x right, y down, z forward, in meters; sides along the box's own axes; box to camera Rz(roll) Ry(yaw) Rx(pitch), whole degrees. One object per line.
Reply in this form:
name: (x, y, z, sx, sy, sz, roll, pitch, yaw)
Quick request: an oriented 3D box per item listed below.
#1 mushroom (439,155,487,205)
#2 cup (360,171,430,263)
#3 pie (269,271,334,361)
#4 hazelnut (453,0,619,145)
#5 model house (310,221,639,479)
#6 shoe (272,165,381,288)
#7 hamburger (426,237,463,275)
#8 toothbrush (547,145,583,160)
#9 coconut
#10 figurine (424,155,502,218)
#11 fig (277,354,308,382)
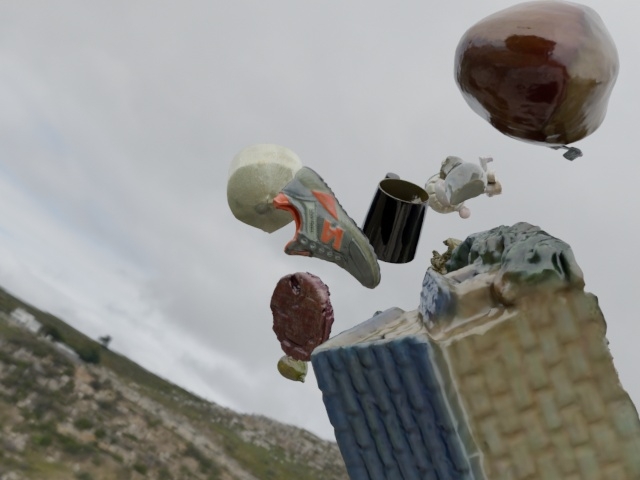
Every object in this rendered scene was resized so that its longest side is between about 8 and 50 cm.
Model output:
mushroom: (0.366, -0.171, 1.805, 0.093, 0.116, 0.225, 48, 20, -27)
cup: (0.175, -0.074, 1.846, 0.239, 0.166, 0.176, 44, -49, 42)
pie: (-0.031, 0.126, 1.156, 0.038, 0.153, 0.154, -4, 10, -43)
hazelnut: (0.485, -0.375, 1.557, 0.366, 0.365, 0.365, 28, -19, 10)
model house: (0.179, 0.211, 1.033, 0.445, 0.400, 0.394, -100, 167, -82)
shoe: (0.000, 0.000, 1.639, 0.336, 0.171, 0.132, 55, -9, 1)
hamburger: (0.350, 0.082, 1.695, 0.185, 0.131, 0.159, 37, 13, 33)
toothbrush: (0.553, -0.229, 1.670, 0.024, 0.029, 0.354, 55, 7, -13)
coconut: (-0.152, -0.146, 1.995, 0.245, 0.247, 0.244, -1, -55, -1)
figurine: (0.432, -0.173, 2.181, 0.257, 0.144, 0.181, -14, -62, 13)
fig: (-0.067, 0.349, 1.858, 0.098, 0.082, 0.084, 53, -14, 27)
